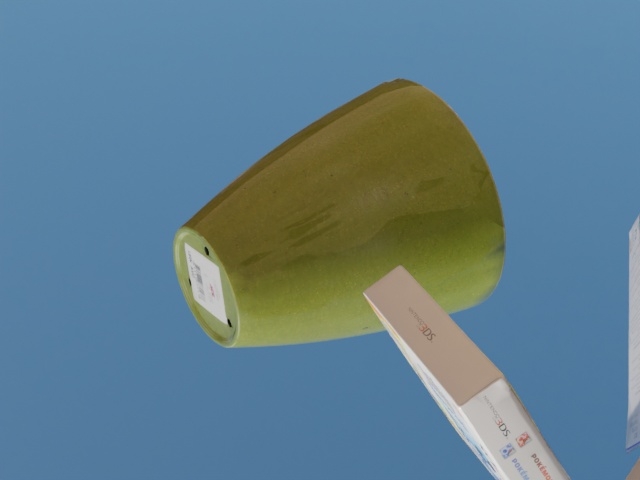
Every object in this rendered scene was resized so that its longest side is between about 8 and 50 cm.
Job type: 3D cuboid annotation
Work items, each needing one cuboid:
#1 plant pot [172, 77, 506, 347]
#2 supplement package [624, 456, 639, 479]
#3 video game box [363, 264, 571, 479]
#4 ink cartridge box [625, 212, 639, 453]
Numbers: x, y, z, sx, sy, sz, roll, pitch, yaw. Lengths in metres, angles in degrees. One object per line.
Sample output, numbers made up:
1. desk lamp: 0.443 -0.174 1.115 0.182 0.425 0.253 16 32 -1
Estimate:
1. plant pot: 0.000 0.000 1.469 0.293 0.275 0.275 -23 -140 -26
2. supplement package: 0.279 0.207 0.851 0.105 0.179 0.105 -45 -171 -33
3. video game box: 0.127 0.134 1.088 0.048 0.187 0.205 -34 -151 -3
4. ink cartridge box: 0.291 0.068 1.140 0.045 0.206 0.208 3 -103 5
